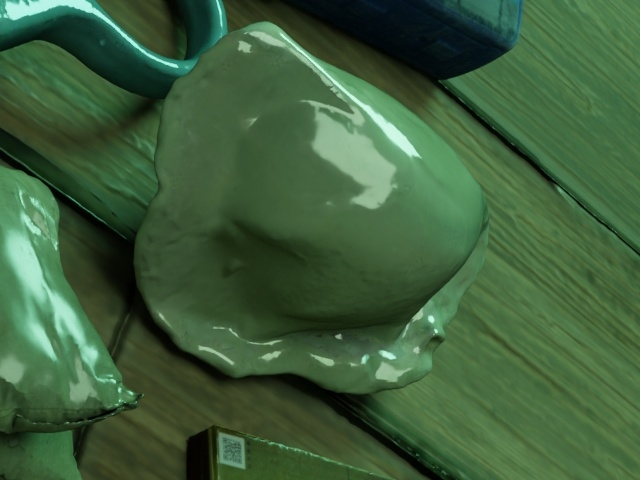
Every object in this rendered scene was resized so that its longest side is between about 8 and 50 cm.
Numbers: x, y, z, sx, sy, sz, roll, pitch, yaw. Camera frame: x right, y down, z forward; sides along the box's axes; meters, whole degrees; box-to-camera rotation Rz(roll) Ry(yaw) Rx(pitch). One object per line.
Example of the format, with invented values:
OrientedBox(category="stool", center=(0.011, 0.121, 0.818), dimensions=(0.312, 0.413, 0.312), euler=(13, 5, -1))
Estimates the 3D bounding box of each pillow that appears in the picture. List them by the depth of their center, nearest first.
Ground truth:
OrientedBox(category="pillow", center=(-0.167, 0.027, 0.621), dimensions=(0.181, 0.078, 0.134), euler=(5, 56, -39))

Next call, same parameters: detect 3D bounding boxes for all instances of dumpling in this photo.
OrientedBox(category="dumpling", center=(0.000, 0.000, 0.790), dimensions=(0.229, 0.124, 0.151), euler=(32, 84, -40))

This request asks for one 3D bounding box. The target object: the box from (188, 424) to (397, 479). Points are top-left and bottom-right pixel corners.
OrientedBox(category="box", center=(-0.002, 0.141, 0.763), dimensions=(0.133, 0.023, 0.090), euler=(21, 51, -37))

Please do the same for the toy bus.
OrientedBox(category="toy bus", center=(0.014, -0.171, 0.931), dimensions=(0.237, 0.079, 0.094), euler=(22, 54, -36))

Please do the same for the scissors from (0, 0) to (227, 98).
OrientedBox(category="scissors", center=(-0.171, -0.093, 0.670), dimensions=(0.192, 0.029, 0.447), euler=(53, 30, -6))
